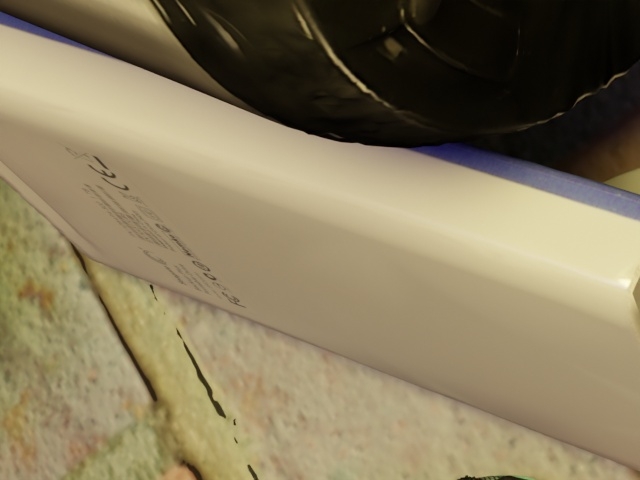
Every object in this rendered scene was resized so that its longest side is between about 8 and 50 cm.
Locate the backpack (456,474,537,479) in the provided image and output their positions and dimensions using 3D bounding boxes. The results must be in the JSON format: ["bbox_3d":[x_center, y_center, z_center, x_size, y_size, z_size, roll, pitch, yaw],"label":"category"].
[{"bbox_3d":[0.008,0.190,0.706,0.188,0.144,0.165,-20,78,39],"label":"backpack"}]

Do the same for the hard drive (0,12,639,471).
[{"bbox_3d":[0.000,0.000,0.673,0.319,0.210,0.040,19,73,28],"label":"hard drive"}]

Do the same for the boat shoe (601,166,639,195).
[{"bbox_3d":[0.169,-0.019,0.664,0.142,0.049,0.040,-15,84,27],"label":"boat shoe"}]

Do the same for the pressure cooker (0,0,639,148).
[{"bbox_3d":[-0.065,-0.256,0.556,0.420,0.370,0.375,23,106,32],"label":"pressure cooker"}]
